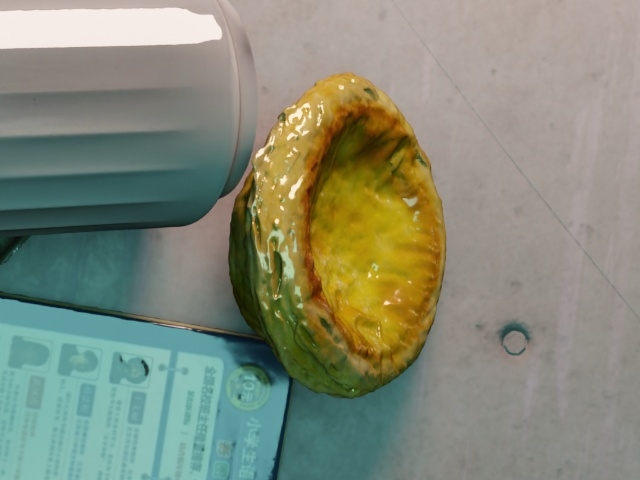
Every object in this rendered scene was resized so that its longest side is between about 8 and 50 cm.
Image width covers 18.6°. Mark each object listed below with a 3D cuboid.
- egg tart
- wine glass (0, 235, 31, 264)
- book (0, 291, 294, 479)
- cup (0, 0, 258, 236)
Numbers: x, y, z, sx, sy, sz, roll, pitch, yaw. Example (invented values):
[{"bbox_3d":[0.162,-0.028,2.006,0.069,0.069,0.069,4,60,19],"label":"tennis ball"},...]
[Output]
[{"bbox_3d":[0.000,0.000,1.814,0.128,0.319,0.319,-4,88,31],"label":"egg tart"},{"bbox_3d":[-0.376,-0.080,1.805,0.262,0.074,0.074,41,81,-6],"label":"wine glass"},{"bbox_3d":[-0.248,0.207,1.834,0.428,0.039,0.300,11,86,-11],"label":"book"},{"bbox_3d":[-0.260,-0.144,1.741,0.327,0.323,0.237,-6,127,-30],"label":"cup"}]
